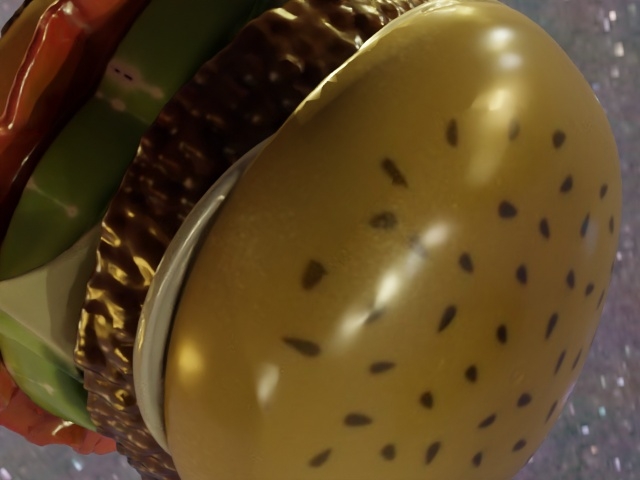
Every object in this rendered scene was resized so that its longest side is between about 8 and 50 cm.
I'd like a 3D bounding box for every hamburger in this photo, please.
[{"bbox_3d":[-0.002,0.002,0.418,0.175,0.175,0.137,-44,-129,-16],"label":"hamburger"}]
